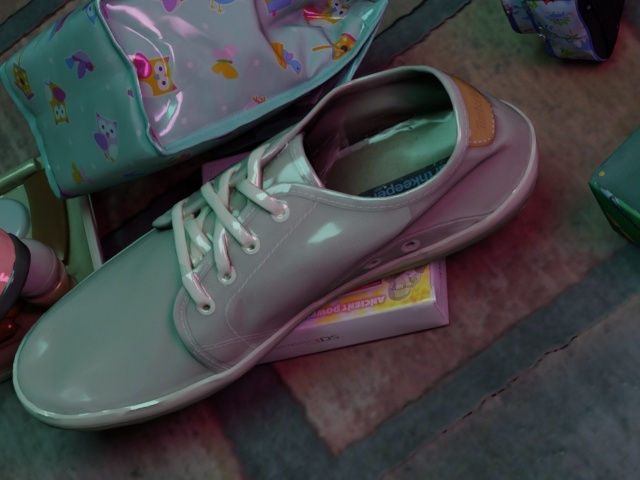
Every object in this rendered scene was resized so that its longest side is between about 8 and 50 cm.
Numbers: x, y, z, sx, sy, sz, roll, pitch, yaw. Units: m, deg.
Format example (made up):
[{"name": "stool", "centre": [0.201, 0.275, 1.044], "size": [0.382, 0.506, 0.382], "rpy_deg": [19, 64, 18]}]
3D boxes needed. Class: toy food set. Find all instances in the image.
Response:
[{"name": "toy food set", "centre": [-0.331, 0.025, 1.481], "size": [0.306, 0.092, 0.219], "rpy_deg": [-26, 51, 9]}]

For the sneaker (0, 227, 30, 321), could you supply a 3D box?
[{"name": "sneaker", "centre": [-0.373, 0.006, 1.382], "size": [0.314, 0.136, 0.116], "rpy_deg": [13, 73, 39]}]

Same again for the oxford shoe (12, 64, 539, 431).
[{"name": "oxford shoe", "centre": [-0.052, -0.002, 1.276], "size": [0.449, 0.130, 0.169], "rpy_deg": [-28, 53, 10]}]

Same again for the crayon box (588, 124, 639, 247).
[{"name": "crayon box", "centre": [0.352, -0.080, 1.209], "size": [0.278, 0.081, 0.165], "rpy_deg": [-45, 50, -6]}]

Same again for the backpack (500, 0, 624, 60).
[{"name": "backpack", "centre": [0.196, -0.203, 1.349], "size": [0.084, 0.114, 0.105], "rpy_deg": [4, 59, 30]}]

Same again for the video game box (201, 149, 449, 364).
[{"name": "video game box", "centre": [0.000, 0.000, 1.358], "size": [0.205, 0.048, 0.187], "rpy_deg": [-13, 53, 20]}]

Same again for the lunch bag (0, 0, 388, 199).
[{"name": "lunch bag", "centre": [-0.094, -0.147, 1.378], "size": [0.262, 0.160, 0.223], "rpy_deg": [-25, 5, -33]}]
